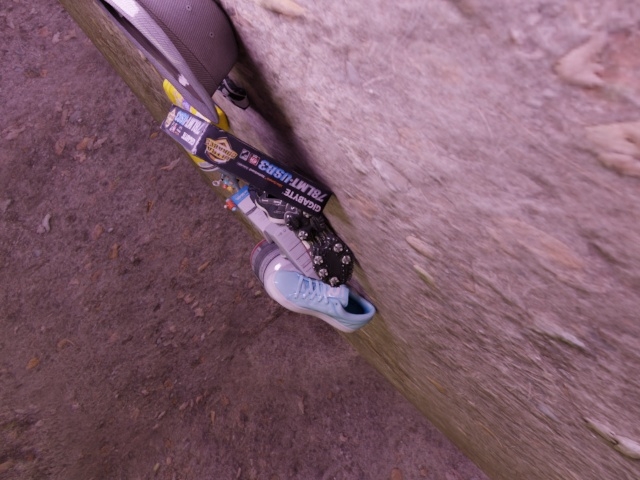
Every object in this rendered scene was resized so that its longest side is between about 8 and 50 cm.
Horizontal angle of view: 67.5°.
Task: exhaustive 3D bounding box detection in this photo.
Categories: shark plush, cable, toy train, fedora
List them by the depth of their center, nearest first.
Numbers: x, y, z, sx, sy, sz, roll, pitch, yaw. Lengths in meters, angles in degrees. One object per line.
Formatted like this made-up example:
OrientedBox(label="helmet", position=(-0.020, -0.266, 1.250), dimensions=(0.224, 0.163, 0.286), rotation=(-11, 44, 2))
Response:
OrientedBox(label="fedora", position=(-0.223, -0.332, 0.770), dimensions=(0.275, 0.124, 0.244), rotation=(47, 174, -36))
OrientedBox(label="cable", position=(-0.200, -0.133, 1.703), dimensions=(0.150, 0.047, 0.184), rotation=(46, -177, -41))
OrientedBox(label="shark plush", position=(-0.365, -0.259, 1.854), dimensions=(0.073, 0.067, 0.161), rotation=(37, 165, 49))
OrientedBox(label="toy train", position=(-0.367, -0.203, 1.985), dimensions=(0.166, 0.125, 0.046), rotation=(55, 136, 17))

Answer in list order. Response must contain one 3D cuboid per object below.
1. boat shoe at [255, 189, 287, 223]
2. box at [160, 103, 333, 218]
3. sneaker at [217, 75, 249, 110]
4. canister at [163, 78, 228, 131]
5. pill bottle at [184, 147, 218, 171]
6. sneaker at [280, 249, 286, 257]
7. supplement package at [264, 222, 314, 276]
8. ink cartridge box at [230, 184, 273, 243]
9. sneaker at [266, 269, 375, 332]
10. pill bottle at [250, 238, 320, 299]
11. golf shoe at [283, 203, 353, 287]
OrientedBox(label="boat shoe", position=(-0.143, -0.123, 1.457), dimensions=(0.233, 0.084, 0.079), rotation=(-135, 46, -60))
OrientedBox(label="box", position=(-0.162, -0.169, 1.004), dimensions=(0.293, 0.073, 0.295), rotation=(25, -174, -35))
OrientedBox(label="sneaker", position=(-0.187, -0.303, 0.984), dimensions=(0.109, 0.040, 0.043), rotation=(44, 172, 24))
OrientedBox(label="canister", position=(-0.333, -0.362, 1.298), dimensions=(0.170, 0.073, 0.126), rotation=(46, 170, 8))
OrientedBox(label="pill bottle", position=(-0.379, -0.325, 1.508), dimensions=(0.119, 0.119, 0.208), rotation=(42, 168, 32))
OrientedBox(label="sneaker", position=(-0.104, -0.005, 1.676), dimensions=(0.229, 0.086, 0.132), rotation=(-5, 109, 62))
OrientedBox(label="supplement package", position=(-0.070, 0.006, 1.484), dimensions=(0.179, 0.105, 0.105), rotation=(53, 168, -25))
OrientedBox(label="ink cartridge box", position=(-0.245, -0.101, 1.892), dimensions=(0.203, 0.086, 0.148), rotation=(46, 170, 18))
OrientedBox(label="sneaker", position=(0.015, 0.167, 1.511), dimensions=(0.366, 0.135, 0.150), rotation=(25, 137, -23))
OrientedBox(label="pill bottle", position=(-0.139, 0.126, 1.894), dimensions=(0.210, 0.210, 0.363), rotation=(53, 173, -26))
OrientedBox(label="golf shoe", position=(0.000, 0.000, 1.248), dimensions=(0.272, 0.105, 0.120), rotation=(59, -178, -25))
